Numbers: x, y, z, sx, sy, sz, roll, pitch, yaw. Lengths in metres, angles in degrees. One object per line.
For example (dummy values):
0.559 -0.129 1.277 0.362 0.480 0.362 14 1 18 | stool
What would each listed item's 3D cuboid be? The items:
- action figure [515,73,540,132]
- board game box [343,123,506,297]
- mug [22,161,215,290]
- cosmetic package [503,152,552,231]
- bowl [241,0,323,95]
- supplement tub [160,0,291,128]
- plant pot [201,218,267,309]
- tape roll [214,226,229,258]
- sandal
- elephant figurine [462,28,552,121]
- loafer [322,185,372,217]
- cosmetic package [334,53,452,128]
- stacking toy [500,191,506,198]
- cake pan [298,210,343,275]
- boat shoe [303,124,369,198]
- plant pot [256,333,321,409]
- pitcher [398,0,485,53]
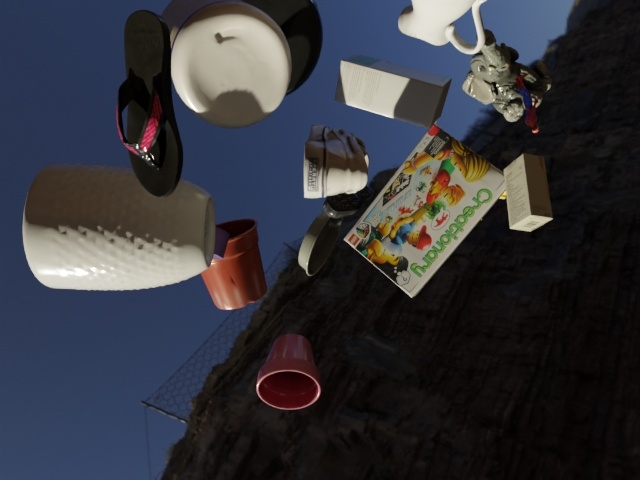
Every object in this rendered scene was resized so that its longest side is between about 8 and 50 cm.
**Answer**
0.417 -0.272 0.910 0.038 0.030 0.115 -70 -34 -81 | action figure
0.215 -0.059 0.943 0.305 0.193 0.053 -53 -17 13 | board game box
-0.412 -0.024 1.053 0.374 0.328 0.276 146 126 -85 | mug
0.342 -0.079 0.756 0.041 0.060 0.115 8 -110 -10 | cosmetic package
-0.173 -0.604 1.363 0.391 0.077 0.391 -12 -49 -14 | bowl
-0.226 -0.409 0.999 0.241 0.331 0.241 -15 -52 -19 | supplement tub
-0.325 0.090 1.662 0.272 0.273 0.265 -33 -63 -45 | plant pot
-0.379 -0.005 1.391 0.189 0.189 0.080 26 -107 -48 | tape roll
-0.176 -0.130 0.450 0.040 0.067 0.179 -38 -47 -62 | sandal
0.440 -0.426 1.141 0.239 0.186 0.169 30 -125 -13 | elephant figurine
0.061 -0.088 1.109 0.076 0.078 0.223 44 -151 6 | loafer
0.259 -0.538 1.632 0.197 0.366 0.155 -50 -25 -55 | cosmetic package
0.411 -0.105 1.297 0.167 0.221 0.052 6 -123 -10 | stacking toy
0.000 0.000 1.824 0.293 0.054 0.293 -55 -19 -29 | cake pan
0.025 -0.116 0.649 0.267 0.088 0.096 -83 -5 -77 | boat shoe
-0.097 0.410 1.472 0.180 0.201 0.201 -88 -25 -54 | plant pot
0.240 -0.433 0.815 0.125 0.178 0.207 -59 -4 -10 | pitcher
